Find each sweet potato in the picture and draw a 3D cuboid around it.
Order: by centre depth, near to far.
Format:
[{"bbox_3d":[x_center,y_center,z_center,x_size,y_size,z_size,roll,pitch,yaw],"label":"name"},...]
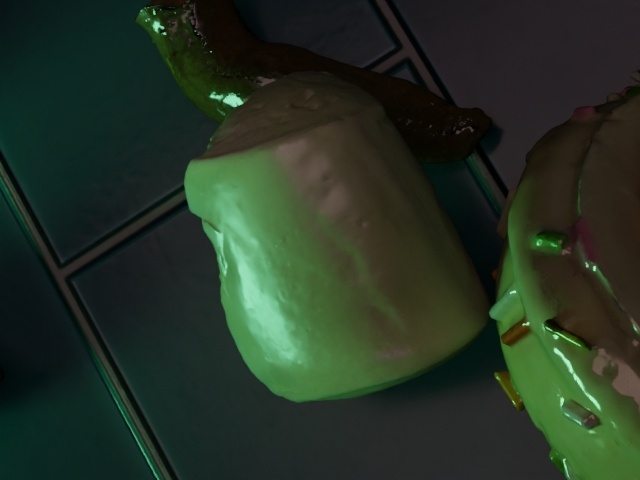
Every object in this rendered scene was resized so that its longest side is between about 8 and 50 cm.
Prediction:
[{"bbox_3d":[-0.012,-0.121,1.341,0.285,0.085,0.112,21,86,15],"label":"sweet potato"}]

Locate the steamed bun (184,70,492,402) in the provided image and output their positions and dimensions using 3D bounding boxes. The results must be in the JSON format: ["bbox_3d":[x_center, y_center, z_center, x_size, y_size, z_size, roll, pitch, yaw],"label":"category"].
[{"bbox_3d":[0.000,0.000,1.240,0.170,0.200,0.225,-27,97,-1],"label":"steamed bun"}]

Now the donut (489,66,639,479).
[{"bbox_3d":[0.264,0.074,1.161,0.371,0.307,0.150,43,134,13],"label":"donut"}]

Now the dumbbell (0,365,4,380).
[{"bbox_3d":[-0.342,0.133,1.396,0.208,0.099,0.099,-18,80,12],"label":"dumbbell"}]
